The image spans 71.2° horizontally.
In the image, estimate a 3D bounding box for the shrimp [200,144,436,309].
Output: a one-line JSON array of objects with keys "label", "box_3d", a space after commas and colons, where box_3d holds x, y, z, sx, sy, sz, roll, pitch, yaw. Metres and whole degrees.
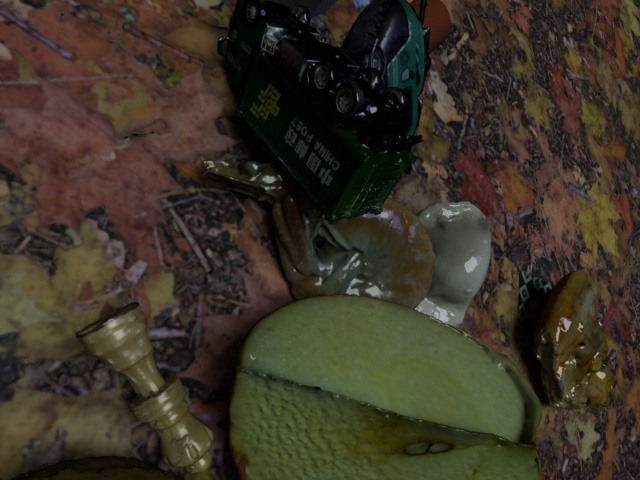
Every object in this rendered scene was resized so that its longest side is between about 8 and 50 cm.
[{"label": "shrimp", "box_3d": [0.000, 0.000, 0.527, 0.317, 0.077, 0.168, 24, 87, -16]}]

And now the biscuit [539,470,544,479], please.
[{"label": "biscuit", "box_3d": [0.245, 0.390, 0.639, 0.254, 0.035, 0.254, 8, 76, -32]}]

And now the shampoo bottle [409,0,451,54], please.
[{"label": "shampoo bottle", "box_3d": [0.101, -0.273, 0.653, 0.085, 0.085, 0.244, 51, 61, -15]}]

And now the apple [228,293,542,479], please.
[{"label": "apple", "box_3d": [0.062, 0.183, 0.469, 0.346, 0.179, 0.254, 18, 68, -16]}]

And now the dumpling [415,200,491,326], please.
[{"label": "dumpling", "box_3d": [0.166, 0.026, 0.626, 0.127, 0.108, 0.188, 20, 82, -3]}]

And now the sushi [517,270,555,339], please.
[{"label": "sushi", "box_3d": [0.407, 0.125, 0.811, 0.126, 0.026, 0.120, 19, 71, -30]}]

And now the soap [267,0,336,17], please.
[{"label": "soap", "box_3d": [-0.093, -0.443, 0.531, 0.208, 0.115, 0.347, -42, 104, -32]}]

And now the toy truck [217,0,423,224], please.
[{"label": "toy truck", "box_3d": [-0.013, -0.151, 0.476, 0.088, 0.121, 0.259, -12, 53, -42]}]

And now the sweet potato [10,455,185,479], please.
[{"label": "sweet potato", "box_3d": [-0.154, 0.226, 0.347, 0.310, 0.124, 0.098, 20, 89, -35]}]

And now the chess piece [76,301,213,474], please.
[{"label": "chess piece", "box_3d": [-0.151, 0.142, 0.409, 0.060, 0.060, 0.172, -34, 102, -35]}]

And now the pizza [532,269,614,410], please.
[{"label": "pizza", "box_3d": [0.455, 0.212, 0.785, 0.189, 0.071, 0.297, -38, 116, -32]}]

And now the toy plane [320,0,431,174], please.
[{"label": "toy plane", "box_3d": [0.078, -0.236, 0.528, 0.155, 0.106, 0.381, -25, 123, -32]}]
